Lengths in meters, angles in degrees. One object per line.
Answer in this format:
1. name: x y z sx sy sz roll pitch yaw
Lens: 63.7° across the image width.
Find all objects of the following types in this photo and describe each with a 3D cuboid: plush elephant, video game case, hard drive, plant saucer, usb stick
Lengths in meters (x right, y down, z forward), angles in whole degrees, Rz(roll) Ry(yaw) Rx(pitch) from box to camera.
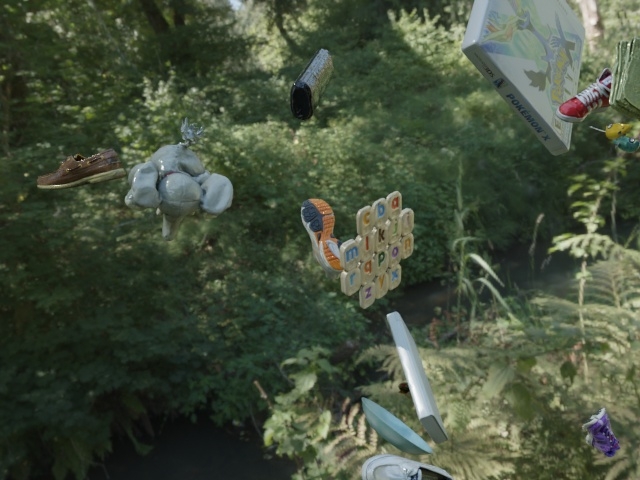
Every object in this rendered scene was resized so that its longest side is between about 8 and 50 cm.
1. plush elephant: -0.385 -0.126 1.389 0.272 0.330 0.255 12 42 -18
2. video game case: 0.389 -0.371 0.946 0.036 0.300 0.328 -13 50 51
3. hard drive: 0.301 0.426 1.615 0.047 0.233 0.353 -22 47 10
4. plant saucer: 0.163 0.431 1.170 0.037 0.195 0.195 -54 18 -4
5. usb stick: -0.014 -0.322 1.044 0.045 0.077 0.278 -1 33 12

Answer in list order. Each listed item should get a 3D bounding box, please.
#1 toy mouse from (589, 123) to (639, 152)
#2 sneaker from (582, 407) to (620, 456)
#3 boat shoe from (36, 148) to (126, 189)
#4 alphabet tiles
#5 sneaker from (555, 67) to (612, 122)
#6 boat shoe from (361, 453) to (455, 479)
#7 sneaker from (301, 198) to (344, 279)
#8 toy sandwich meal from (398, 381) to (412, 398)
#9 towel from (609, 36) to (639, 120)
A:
1. toy mouse: 0.761 -0.239 1.248 0.143 0.031 0.161 23 -3 -21
2. sneaker: 0.663 0.449 1.198 0.068 0.170 0.071 -39 40 -5
3. boat shoe: -0.458 -0.134 0.981 0.178 0.060 0.064 -9 12 11
4. alphabet tiles: 0.150 0.024 1.316 0.021 0.277 0.284 21 36 40
5. sneaker: 0.419 -0.224 0.793 0.119 0.042 0.067 -22 -27 -22
6. boat shoe: 0.238 0.623 1.366 0.258 0.095 0.084 10 -18 -17
7. sneaker: 0.000 0.000 1.513 0.099 0.262 0.121 -10 -29 -21
8. toy sandwich meal: 0.308 0.523 1.783 0.086 0.085 0.029 -8 39 33
9. towel: 0.463 -0.208 0.711 0.148 0.110 0.027 18 -9 -12
